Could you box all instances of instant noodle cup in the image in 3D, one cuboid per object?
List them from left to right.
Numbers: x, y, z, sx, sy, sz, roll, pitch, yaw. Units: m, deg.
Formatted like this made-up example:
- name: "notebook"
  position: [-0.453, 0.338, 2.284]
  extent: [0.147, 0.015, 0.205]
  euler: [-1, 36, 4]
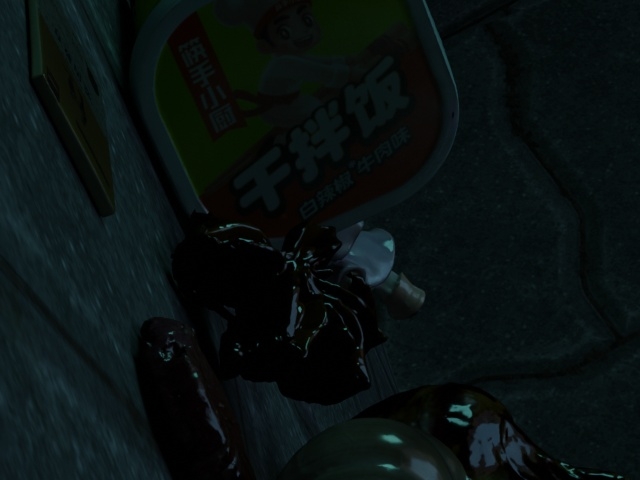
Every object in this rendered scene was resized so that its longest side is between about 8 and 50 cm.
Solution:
- name: "instant noodle cup"
  position: [-0.050, -0.177, 1.724]
  extent: [0.308, 0.294, 0.294]
  euler: [-120, -173, -62]

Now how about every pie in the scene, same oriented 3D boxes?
- name: "pie"
  position: [-0.078, 0.114, 1.227]
  extent: [0.153, 0.038, 0.154]
  euler: [-22, 90, -88]

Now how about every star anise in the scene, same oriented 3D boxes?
- name: "star anise"
  position: [-0.044, 0.048, 1.515]
  extent: [0.220, 0.126, 0.190]
  euler: [19, 44, -48]

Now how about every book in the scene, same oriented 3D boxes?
- name: "book"
  position: [-0.172, -0.107, 1.284]
  extent: [0.172, 0.012, 0.118]
  euler: [-106, 173, -54]

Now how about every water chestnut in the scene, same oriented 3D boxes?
- name: "water chestnut"
  position: [0.121, 0.259, 1.606]
  extent: [0.289, 0.244, 0.289]
  euler: [50, -28, 40]

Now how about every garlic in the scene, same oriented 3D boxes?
- name: "garlic"
  position: [0.027, 0.228, 1.227]
  extent: [0.228, 0.152, 0.228]
  euler: [-8, 90, -75]

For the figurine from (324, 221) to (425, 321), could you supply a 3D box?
- name: "figurine"
  position: [0.000, -0.001, 2.000]
  extent: [0.276, 0.133, 0.200]
  euler: [51, 46, -32]
